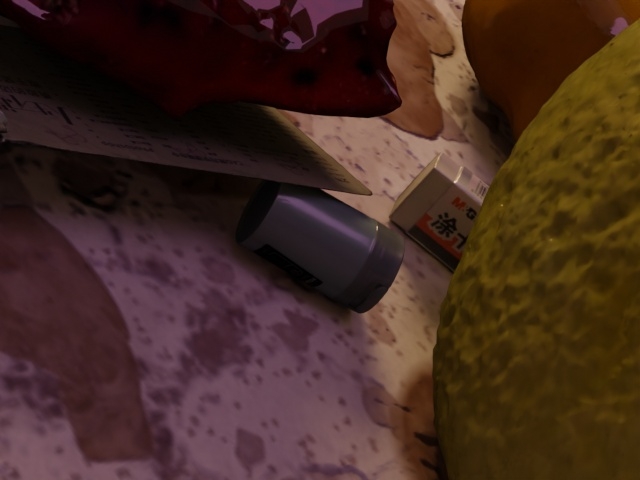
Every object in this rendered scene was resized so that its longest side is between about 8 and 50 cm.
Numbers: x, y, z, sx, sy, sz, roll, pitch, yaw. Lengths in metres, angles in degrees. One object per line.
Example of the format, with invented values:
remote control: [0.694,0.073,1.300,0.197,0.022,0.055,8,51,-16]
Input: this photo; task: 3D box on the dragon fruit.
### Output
dragon fruit: [-0.122,-0.228,0.994,0.330,0.240,0.302,14,16,-40]

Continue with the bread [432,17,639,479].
bread: [0.258,0.059,0.982,0.308,0.348,0.348,23,38,-36]

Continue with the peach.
peach: [0.212,-0.114,1.303,0.251,0.153,0.251,44,20,-21]

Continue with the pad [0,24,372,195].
pad: [-0.106,-0.079,0.992,0.265,0.009,0.159,7,25,-42]

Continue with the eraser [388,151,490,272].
eraser: [0.105,0.002,1.136,0.122,0.052,0.029,39,32,-6]

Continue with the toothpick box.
toothpick box: [0.000,0.000,1.028,0.083,0.052,0.052,30,35,-17]
